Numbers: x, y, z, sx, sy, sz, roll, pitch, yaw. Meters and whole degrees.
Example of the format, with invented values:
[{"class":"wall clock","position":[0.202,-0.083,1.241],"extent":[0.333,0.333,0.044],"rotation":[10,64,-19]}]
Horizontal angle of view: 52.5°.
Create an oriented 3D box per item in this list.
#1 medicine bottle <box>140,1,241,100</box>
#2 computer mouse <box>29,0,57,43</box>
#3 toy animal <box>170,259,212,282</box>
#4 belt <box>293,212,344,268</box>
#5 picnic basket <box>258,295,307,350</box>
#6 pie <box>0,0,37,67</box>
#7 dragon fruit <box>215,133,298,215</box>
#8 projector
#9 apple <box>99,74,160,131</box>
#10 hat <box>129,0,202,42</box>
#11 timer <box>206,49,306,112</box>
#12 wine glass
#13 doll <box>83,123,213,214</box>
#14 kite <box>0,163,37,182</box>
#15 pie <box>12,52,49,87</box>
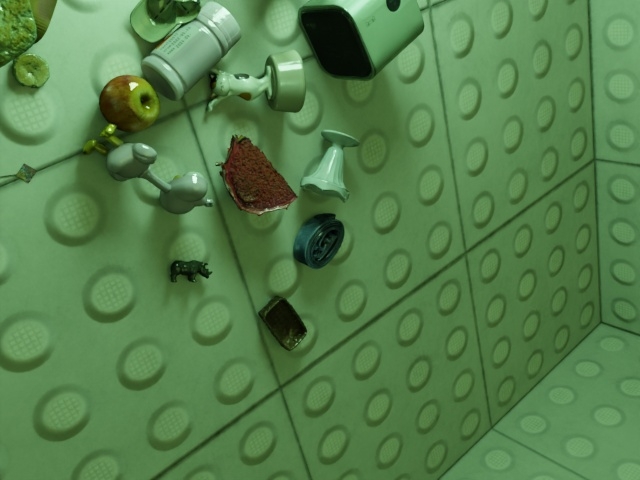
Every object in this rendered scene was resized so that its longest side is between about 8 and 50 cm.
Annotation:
[{"class":"medicine bottle","position":[-0.329,-0.485,1.664],"extent":[0.249,0.133,0.133],"rotation":[-49,128,-16]},{"class":"computer mouse","position":[-0.646,-0.557,1.429],"extent":[0.126,0.056,0.245],"rotation":[17,90,-42]},{"class":"toy animal","position":[-0.369,0.088,1.863],"extent":[0.136,0.047,0.065],"rotation":[4,92,-35]},{"class":"belt","position":[0.000,0.000,2.122],"extent":[0.190,0.082,0.141],"rotation":[-51,134,-15]},{"class":"picnic basket","position":[-0.124,0.269,2.117],"extent":[0.110,0.055,0.193],"rotation":[-44,127,-20]},{"class":"pie","position":[-0.731,-0.480,1.322],"extent":[0.257,0.105,0.274],"rotation":[-37,126,-5]},{"class":"dragon fruit","position":[-0.213,-0.177,1.873],"extent":[0.161,0.126,0.274],"rotation":[-46,119,-8]},{"class":"projector","position":[0.119,-0.645,1.914],"extent":[0.249,0.248,0.248],"rotation":[-46,128,-20]},{"class":"apple","position":[-0.474,-0.336,1.599],"extent":[0.147,0.146,0.146],"rotation":[-13,111,-37]},{"class":"hat","position":[-0.389,-0.564,1.622],"extent":[0.122,0.081,0.166],"rotation":[41,93,-17]},{"class":"timer","position":[-0.191,-0.436,1.810],"extent":[0.266,0.175,0.175],"rotation":[-8,109,-19]},{"class":"wine glass","position":[0.039,-0.232,2.038],"extent":[0.165,0.165,0.196],"rotation":[23,84,-42]},{"class":"doll","position":[-0.424,-0.164,1.675],"extent":[0.365,0.160,0.094],"rotation":[28,46,-41]},{"class":"kite","position":[-0.709,-0.162,1.529],"extent":[0.078,0.002,0.044],"rotation":[10,97,-42]},{"class":"pie","position":[-0.663,-0.390,1.487],"extent":[0.084,0.020,0.084],"rotation":[-15,114,-38]}]
